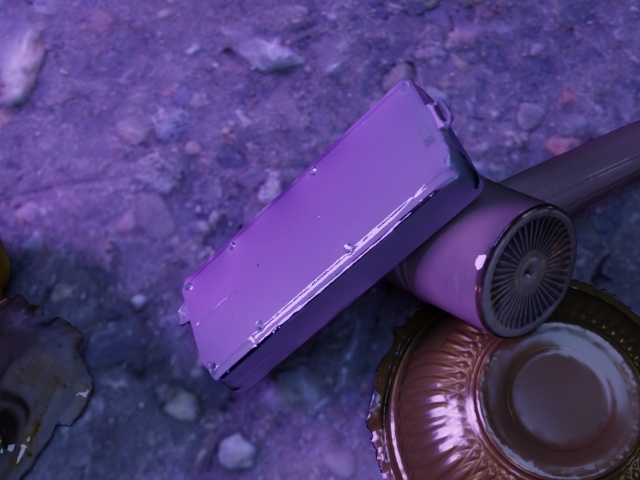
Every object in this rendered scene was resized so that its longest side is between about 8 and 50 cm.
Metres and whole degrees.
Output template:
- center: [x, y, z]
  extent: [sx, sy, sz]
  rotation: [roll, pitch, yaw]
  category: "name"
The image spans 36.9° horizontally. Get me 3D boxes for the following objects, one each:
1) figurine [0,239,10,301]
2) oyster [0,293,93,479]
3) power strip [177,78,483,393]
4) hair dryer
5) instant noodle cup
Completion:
- center: [-0.336, 0.006, 0.763]
  extent: [0.246, 0.131, 0.156]
  rotation: [35, 36, 21]
  category: "figurine"
- center: [-0.267, 0.148, 0.695]
  extent: [0.107, 0.161, 0.233]
  rotation: [16, 73, 29]
  category: "oyster"
- center: [0.000, 0.000, 0.722]
  extent: [0.279, 0.037, 0.109]
  rotation: [-42, 47, 20]
  category: "power strip"
- center: [0.188, -0.045, 0.805]
  extent: [0.344, 0.107, 0.189]
  rotation: [-23, 31, -31]
  category: "hair dryer"
- center: [0.175, 0.132, 0.731]
  extent: [0.273, 0.091, 0.274]
  rotation: [1, 66, -1]
  category: "instant noodle cup"
